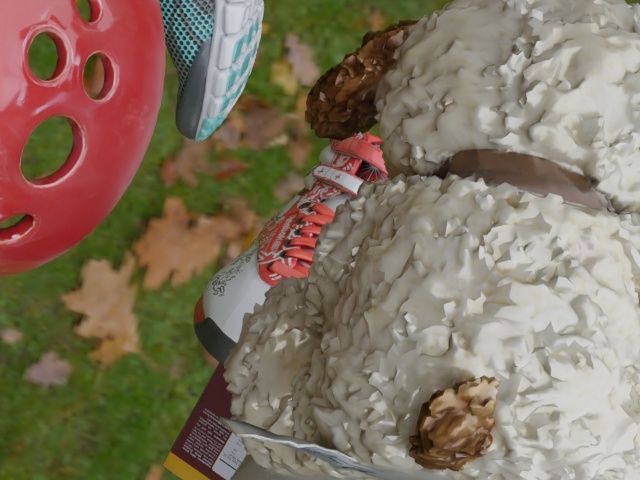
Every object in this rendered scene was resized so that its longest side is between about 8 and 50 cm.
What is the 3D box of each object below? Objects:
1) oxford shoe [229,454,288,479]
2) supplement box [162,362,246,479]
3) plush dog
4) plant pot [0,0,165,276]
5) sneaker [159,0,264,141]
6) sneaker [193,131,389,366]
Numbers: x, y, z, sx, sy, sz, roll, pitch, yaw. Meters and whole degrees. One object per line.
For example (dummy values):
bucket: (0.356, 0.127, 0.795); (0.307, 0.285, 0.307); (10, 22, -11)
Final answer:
oxford shoe: (0.125, 0.204, 0.796); (0.130, 0.449, 0.169); (-47, 140, -34)
supplement box: (-0.026, 0.149, 1.648); (0.194, 0.129, 0.191); (-60, 171, 26)
plush dog: (0.079, -0.005, 0.714); (0.210, 0.262, 0.225); (51, 49, -69)
plant pot: (-0.192, -0.084, 0.726); (0.174, 0.191, 0.191); (10, 93, -57)
sneaker: (-0.070, -0.134, 0.909); (0.065, 0.076, 0.166); (-56, 159, -59)
sneaker: (-0.001, -0.001, 1.160); (0.145, 0.090, 0.270); (-56, 179, 18)
